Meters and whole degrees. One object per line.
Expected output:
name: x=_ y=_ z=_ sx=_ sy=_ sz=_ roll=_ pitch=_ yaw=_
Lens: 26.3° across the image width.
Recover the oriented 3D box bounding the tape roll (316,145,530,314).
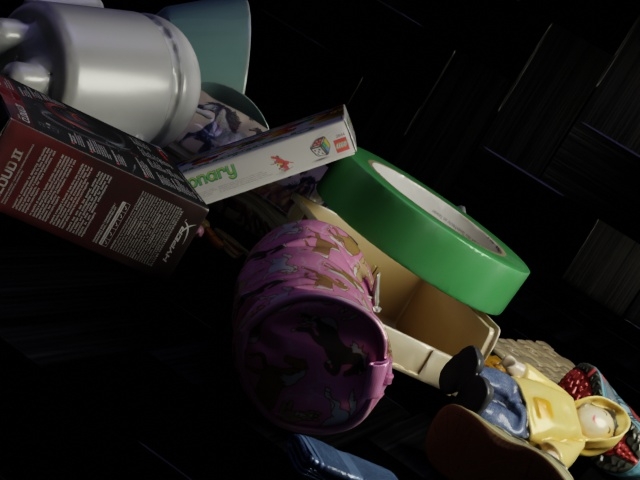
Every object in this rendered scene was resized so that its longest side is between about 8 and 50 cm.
tape roll: x=0.146 y=-0.017 z=1.949 sx=0.321 sy=0.077 sz=0.321 roll=34 pitch=10 yaw=-7

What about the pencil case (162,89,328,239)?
pencil case: x=-0.161 y=-0.124 z=2.093 sx=0.410 sy=0.160 sz=0.183 roll=32 pitch=33 yaw=9

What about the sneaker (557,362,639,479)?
sneaker: x=0.432 y=0.288 z=2.046 sx=0.125 sy=0.104 sz=0.262 roll=37 pitch=14 yaw=-28

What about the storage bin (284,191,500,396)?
storage bin: x=0.076 y=0.078 z=1.893 sx=0.262 sy=0.123 sz=0.260 roll=27 pitch=11 yaw=-25

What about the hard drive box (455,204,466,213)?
hard drive box: x=0.209 y=0.049 z=2.232 sx=0.089 sy=0.181 sz=0.232 roll=-12 pitch=5 yaw=7

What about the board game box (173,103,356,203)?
board game box: x=-0.102 y=-0.107 z=1.884 sx=0.193 sy=0.305 sz=0.053 roll=-89 pitch=160 yaw=-78

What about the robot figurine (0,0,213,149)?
robot figurine: x=-0.310 y=-0.220 z=1.880 sx=0.353 sy=0.200 sz=0.299 roll=-1 pitch=62 yaw=-44

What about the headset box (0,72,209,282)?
headset box: x=-0.305 y=-0.087 z=1.623 sx=0.293 sy=0.110 sz=0.218 roll=25 pitch=11 yaw=-30

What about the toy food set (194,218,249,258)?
toy food set: x=-0.157 y=-0.007 z=1.939 sx=0.122 sy=0.019 sz=0.078 roll=38 pitch=10 yaw=-4

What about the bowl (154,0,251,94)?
bowl: x=-0.237 y=-0.297 z=2.445 sx=0.163 sy=0.311 sz=0.311 roll=8 pitch=17 yaw=-16

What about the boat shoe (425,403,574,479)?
boat shoe: x=0.222 y=0.264 z=1.465 sx=0.089 sy=0.104 sz=0.285 roll=20 pitch=13 yaw=-34

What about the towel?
towel: x=0.024 y=0.224 z=1.303 sx=0.119 sy=0.029 sz=0.067 roll=25 pitch=12 yaw=-24

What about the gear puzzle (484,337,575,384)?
gear puzzle: x=0.349 y=0.223 z=2.232 sx=0.175 sy=0.044 sz=0.339 roll=38 pitch=15 yaw=29

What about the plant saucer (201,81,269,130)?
plant saucer: x=-0.156 y=-0.166 z=2.203 sx=0.195 sy=0.195 sz=0.037 roll=33 pitch=33 yaw=10

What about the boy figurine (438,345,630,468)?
boy figurine: x=0.291 y=0.235 z=1.805 sx=0.285 sy=0.092 sz=0.177 roll=21 pitch=39 yaw=-28

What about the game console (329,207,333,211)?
game console: x=0.054 y=-0.013 z=2.207 sx=0.124 sy=0.144 sz=0.085 roll=38 pitch=13 yaw=33

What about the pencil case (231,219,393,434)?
pencil case: x=-0.010 y=0.087 z=1.519 sx=0.386 sy=0.167 sz=0.160 roll=-91 pitch=156 yaw=-78
